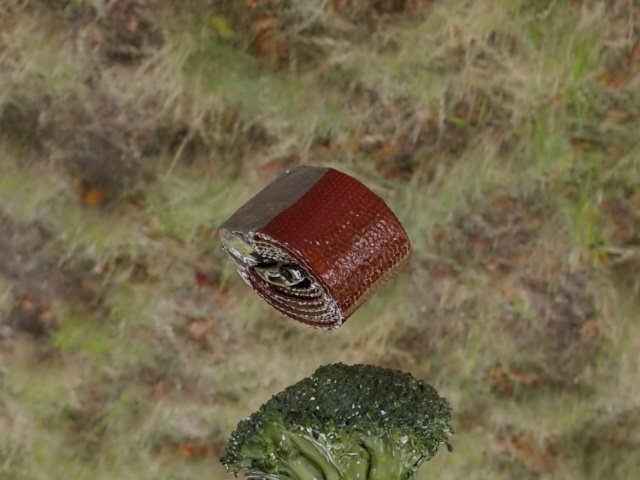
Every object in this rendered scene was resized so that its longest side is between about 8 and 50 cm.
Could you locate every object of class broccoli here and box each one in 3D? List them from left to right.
[{"bbox_3d":[0.073,0.300,1.533,0.252,0.221,0.361,-34,83,5],"label":"broccoli"}]

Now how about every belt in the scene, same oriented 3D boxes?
[{"bbox_3d":[0.000,0.000,1.358,0.128,0.124,0.201,56,159,-20],"label":"belt"}]
